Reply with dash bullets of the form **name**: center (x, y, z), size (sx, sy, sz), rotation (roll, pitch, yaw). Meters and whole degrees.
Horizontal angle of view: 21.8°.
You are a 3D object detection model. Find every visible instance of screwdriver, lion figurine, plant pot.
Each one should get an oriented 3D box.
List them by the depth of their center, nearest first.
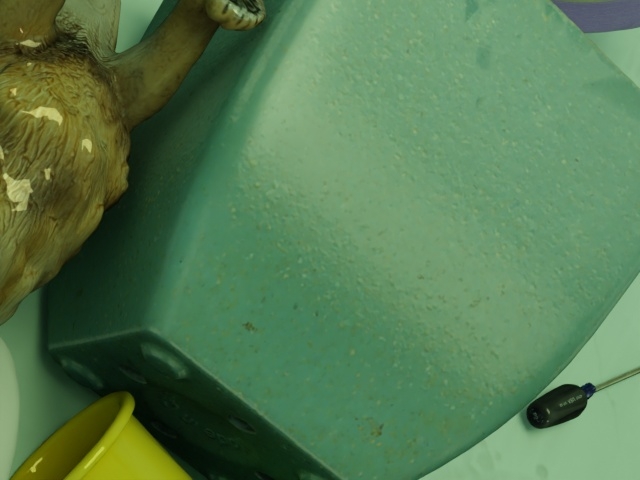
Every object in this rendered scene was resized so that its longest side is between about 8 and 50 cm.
- **lion figurine**: center (-0.152, -0.128, 0.853), size (0.142, 0.240, 0.392), rotation (32, 35, -26)
- **plant pot**: center (0.000, 0.000, 0.876), size (0.247, 0.248, 0.252), rotation (40, 66, -19)
- **screwdriver**: center (0.191, 0.098, 1.145), size (0.025, 0.024, 0.170), rotation (40, 33, 22)

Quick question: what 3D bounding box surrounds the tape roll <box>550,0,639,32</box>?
- **tape roll**: center (0.195, -0.254, 1.143), size (0.275, 0.275, 0.090), rotation (18, 56, -34)

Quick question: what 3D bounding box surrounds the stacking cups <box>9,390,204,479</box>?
- **stacking cups**: center (-0.028, 0.221, 0.833), size (0.316, 0.096, 0.096), rotation (49, 45, -11)

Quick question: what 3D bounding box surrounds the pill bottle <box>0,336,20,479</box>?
- **pill bottle**: center (-0.305, 0.037, 0.583), size (0.361, 0.204, 0.204), rotation (35, 49, -30)
